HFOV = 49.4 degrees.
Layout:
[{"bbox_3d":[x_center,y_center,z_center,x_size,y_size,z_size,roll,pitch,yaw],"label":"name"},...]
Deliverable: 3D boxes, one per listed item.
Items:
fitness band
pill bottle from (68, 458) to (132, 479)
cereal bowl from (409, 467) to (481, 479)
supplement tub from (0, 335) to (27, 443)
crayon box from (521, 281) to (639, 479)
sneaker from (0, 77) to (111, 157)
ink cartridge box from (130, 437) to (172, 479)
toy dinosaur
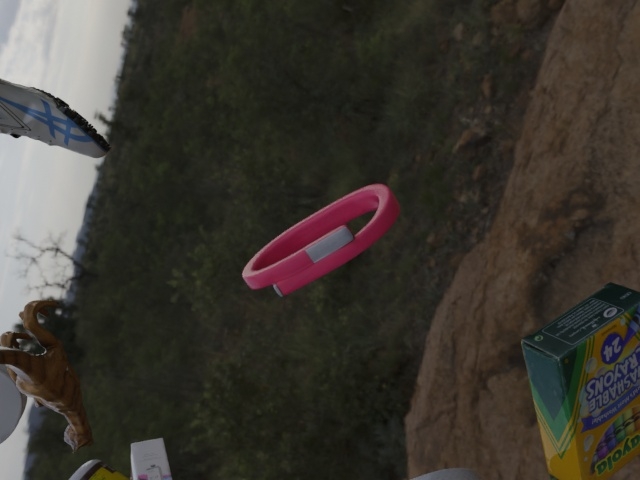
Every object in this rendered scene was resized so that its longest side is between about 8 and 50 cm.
[{"bbox_3d":[0.000,0.000,1.168,0.291,0.054,0.209,-29,15,17],"label":"fitness band"},{"bbox_3d":[-0.284,0.428,1.031,0.117,0.215,0.117,-58,-7,-12],"label":"pill bottle"},{"bbox_3d":[0.252,0.686,1.646,0.339,0.339,0.141,-63,38,38],"label":"cereal bowl"},{"bbox_3d":[-0.688,0.296,1.380,0.272,0.191,0.191,12,89,63],"label":"supplement tub"},{"bbox_3d":[0.448,0.257,1.114,0.083,0.203,0.322,26,138,58],"label":"crayon box"},{"bbox_3d":[-0.382,-0.158,0.871,0.086,0.237,0.085,-60,28,6],"label":"sneaker"},{"bbox_3d":[-0.316,0.494,1.324,0.198,0.067,0.115,-119,32,-47],"label":"ink cartridge box"},{"bbox_3d":[-0.219,0.100,0.539,0.112,0.064,0.211,52,168,31],"label":"toy dinosaur"}]
